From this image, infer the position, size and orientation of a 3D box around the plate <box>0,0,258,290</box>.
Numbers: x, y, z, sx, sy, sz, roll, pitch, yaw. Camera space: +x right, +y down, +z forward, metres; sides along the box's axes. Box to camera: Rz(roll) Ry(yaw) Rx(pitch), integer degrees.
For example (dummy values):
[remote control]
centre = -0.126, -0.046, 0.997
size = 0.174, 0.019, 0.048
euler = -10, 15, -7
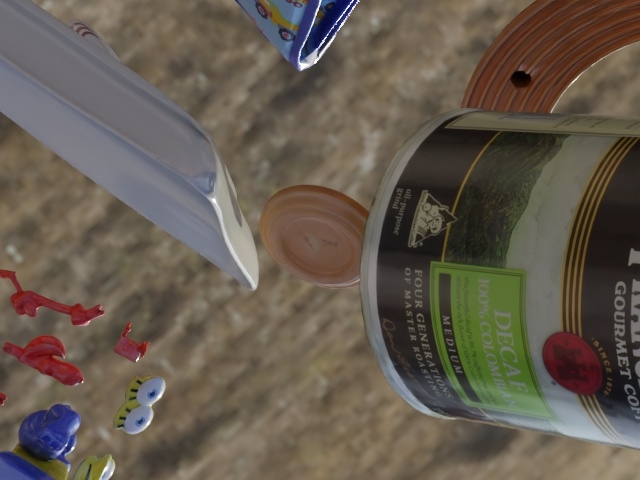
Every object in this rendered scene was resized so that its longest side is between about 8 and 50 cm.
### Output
[plate]
centre = -0.153, -0.086, 1.213
size = 0.045, 0.278, 0.277
euler = -54, 169, -7

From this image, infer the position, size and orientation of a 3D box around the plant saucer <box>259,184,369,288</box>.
[plant saucer]
centre = 0.000, 0.000, 1.229
size = 0.083, 0.083, 0.013
euler = -63, -178, 47

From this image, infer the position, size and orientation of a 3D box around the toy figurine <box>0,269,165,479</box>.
[toy figurine]
centre = -0.300, 0.227, 1.670
size = 0.362, 0.191, 0.217
euler = -55, -174, 15

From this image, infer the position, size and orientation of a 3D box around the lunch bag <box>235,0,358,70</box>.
[lunch bag]
centre = -0.047, -0.283, 1.558
size = 0.138, 0.221, 0.293
euler = -34, 166, -34

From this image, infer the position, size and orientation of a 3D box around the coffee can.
[coffee can]
centre = 0.191, 0.025, 1.136
size = 0.201, 0.275, 0.201
euler = -6, 99, -47

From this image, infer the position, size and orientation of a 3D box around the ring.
[ring]
centre = 0.260, -0.060, 1.319
size = 0.032, 0.337, 0.336
euler = -76, -167, -48

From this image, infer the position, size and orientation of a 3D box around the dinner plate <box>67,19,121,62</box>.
[dinner plate]
centre = -0.223, -0.167, 2.010
size = 0.017, 0.141, 0.141
euler = -29, 158, -21
